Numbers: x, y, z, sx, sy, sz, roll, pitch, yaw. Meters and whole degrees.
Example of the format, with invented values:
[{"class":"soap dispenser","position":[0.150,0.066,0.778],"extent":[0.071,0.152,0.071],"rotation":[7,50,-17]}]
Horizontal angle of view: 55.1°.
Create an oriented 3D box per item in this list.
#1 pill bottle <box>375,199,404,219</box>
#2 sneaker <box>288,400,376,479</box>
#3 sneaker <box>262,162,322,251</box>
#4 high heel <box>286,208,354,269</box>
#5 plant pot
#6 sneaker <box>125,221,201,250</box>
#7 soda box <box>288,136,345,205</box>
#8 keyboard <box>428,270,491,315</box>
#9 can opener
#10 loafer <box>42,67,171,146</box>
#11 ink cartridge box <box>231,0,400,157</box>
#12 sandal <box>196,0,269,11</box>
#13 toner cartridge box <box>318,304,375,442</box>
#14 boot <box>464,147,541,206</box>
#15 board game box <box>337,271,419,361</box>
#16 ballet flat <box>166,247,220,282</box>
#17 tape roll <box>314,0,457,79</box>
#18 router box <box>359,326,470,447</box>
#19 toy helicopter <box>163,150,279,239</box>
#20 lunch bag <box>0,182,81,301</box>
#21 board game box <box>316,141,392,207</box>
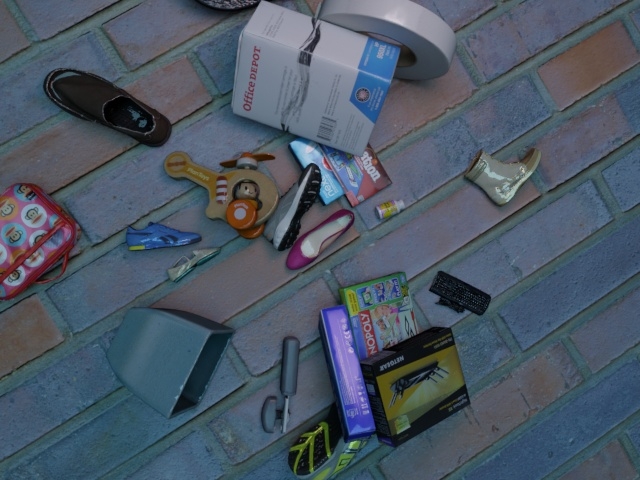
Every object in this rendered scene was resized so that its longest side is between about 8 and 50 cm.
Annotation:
[{"class":"pill bottle","position":[0.209,-0.096,1.846],"extent":[0.083,0.043,0.043],"rotation":[-21,93,-8]},{"class":"sneaker","position":[0.078,0.563,1.800],"extent":[0.385,0.145,0.147],"rotation":[-33,132,-15]},{"class":"sneaker","position":[-0.088,-0.105,1.752],"extent":[0.108,0.100,0.271],"rotation":[36,105,22]},{"class":"high heel","position":[0.000,0.000,1.780],"extent":[0.244,0.117,0.082],"rotation":[-37,95,-6]},{"class":"plant pot","position":[-0.422,0.300,1.672],"extent":[0.252,0.247,0.247],"rotation":[26,87,10]},{"class":"sneaker","position":[-0.446,-0.017,1.746],"extent":[0.210,0.069,0.082],"rotation":[-5,87,-7]},{"class":"soda box","position":[-0.012,-0.209,1.805],"extent":[0.071,0.067,0.210],"rotation":[-31,95,-6]},{"class":"keyboard","position":[0.429,0.174,1.878],"extent":[0.192,0.038,0.100],"rotation":[26,87,-6]},{"class":"can opener","position":[-0.118,0.422,1.786],"extent":[0.095,0.076,0.283],"rotation":[4,88,-8]},{"class":"loafer","position":[-0.589,-0.383,1.696],"extent":[0.366,0.130,0.133],"rotation":[22,87,-7]},{"class":"ink cartridge box","position":[-0.021,-0.432,1.662],"extent":[0.395,0.285,0.166],"rotation":[19,53,-1]},{"class":"sandal","position":[-0.188,-0.744,1.777],"extent":[0.446,0.107,0.167],"rotation":[-13,90,-20]},{"class":"toner cartridge box","position":[0.067,0.370,1.699],"extent":[0.075,0.165,0.347],"rotation":[-10,65,-8]},{"class":"boot","position":[0.558,-0.232,1.878],"extent":[0.165,0.077,0.213],"rotation":[39,88,-4]},{"class":"board game box","position":[0.186,0.270,1.812],"extent":[0.214,0.046,0.317],"rotation":[-14,92,-25]},{"class":"ballet flat","position":[-0.368,0.057,1.764],"extent":[0.168,0.057,0.052],"rotation":[-35,84,-7]},{"class":"tape roll","position":[0.174,-0.551,1.671],"extent":[0.392,0.392,0.071],"rotation":[18,88,-7]},{"class":"router box","position":[0.273,0.411,1.759],"extent":[0.309,0.081,0.242],"rotation":[-18,95,-32]},{"class":"toy helicopter","position":[-0.276,-0.172,1.730],"extent":[0.355,0.140,0.234],"rotation":[25,82,11]},{"class":"lunch bag","position":[-0.816,0.014,1.678],"extent":[0.293,0.120,0.258],"rotation":[-45,99,-4]},{"class":"board game box","position":[0.084,-0.255,1.838],"extent":[0.145,0.027,0.281],"rotation":[-32,94,-8]}]
